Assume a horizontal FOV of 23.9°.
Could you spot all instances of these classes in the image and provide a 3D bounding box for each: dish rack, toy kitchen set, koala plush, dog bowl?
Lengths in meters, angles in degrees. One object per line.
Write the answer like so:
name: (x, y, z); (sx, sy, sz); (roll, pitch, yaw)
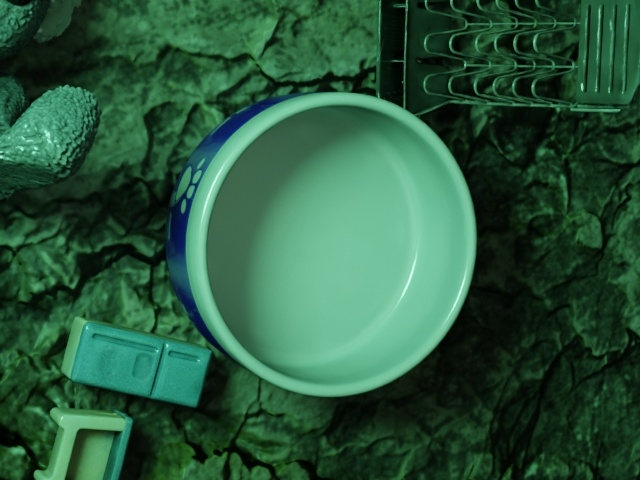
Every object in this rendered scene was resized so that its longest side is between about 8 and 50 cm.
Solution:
dish rack: (0.166, -0.206, 1.310); (0.074, 0.271, 0.208); (-5, 99, -41)
toy kitchen set: (-0.155, 0.187, 1.263); (0.122, 0.166, 0.207); (14, 90, -24)
koala plush: (-0.280, -0.163, 1.189); (0.196, 0.203, 0.221); (26, 64, -32)
dog bowl: (0.000, 0.000, 1.343); (0.265, 0.104, 0.265); (-3, 97, -23)
